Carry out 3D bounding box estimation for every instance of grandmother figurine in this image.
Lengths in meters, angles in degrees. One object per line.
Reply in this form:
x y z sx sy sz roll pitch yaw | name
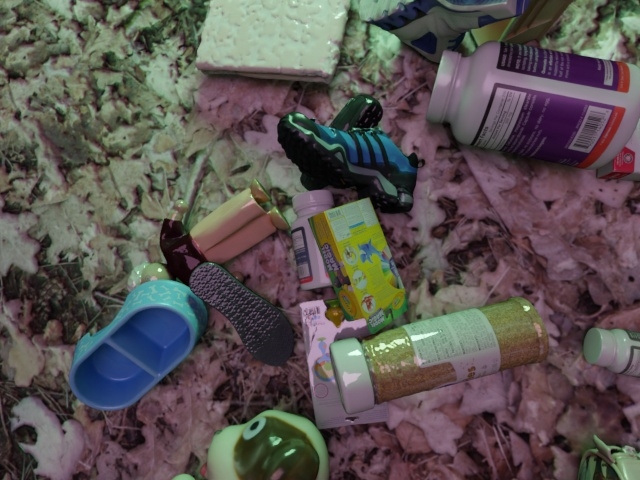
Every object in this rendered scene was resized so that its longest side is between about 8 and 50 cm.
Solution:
-0.241 0.013 0.855 0.342 0.104 0.208 -36 81 1 | grandmother figurine

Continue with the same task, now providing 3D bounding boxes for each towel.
-0.086 -0.491 0.887 0.316 0.053 0.332 10 83 19 | towel

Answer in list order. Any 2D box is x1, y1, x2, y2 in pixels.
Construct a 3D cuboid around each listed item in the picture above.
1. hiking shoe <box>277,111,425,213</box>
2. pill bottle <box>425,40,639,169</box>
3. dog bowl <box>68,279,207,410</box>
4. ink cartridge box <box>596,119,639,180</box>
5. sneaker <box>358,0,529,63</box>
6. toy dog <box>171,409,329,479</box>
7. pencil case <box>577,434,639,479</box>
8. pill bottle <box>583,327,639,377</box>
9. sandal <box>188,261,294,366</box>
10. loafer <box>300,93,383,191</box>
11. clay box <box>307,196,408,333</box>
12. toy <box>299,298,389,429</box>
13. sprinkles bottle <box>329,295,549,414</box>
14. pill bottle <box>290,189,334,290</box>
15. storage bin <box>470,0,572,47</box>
0.057 -0.162 0.795 0.304 0.113 0.132 27 73 -27 | hiking shoe
0.363 -0.245 0.760 0.322 0.181 0.182 15 86 9 | pill bottle
-0.353 0.209 0.820 0.297 0.074 0.166 -41 111 7 | dog bowl
0.602 -0.166 0.778 0.150 0.063 0.109 6 84 8 | ink cartridge box
0.241 -0.422 0.780 0.315 0.182 0.128 22 95 46 | sneaker
-0.100 0.496 0.697 0.395 0.284 0.408 5 83 8 | toy dog
0.642 0.417 0.660 0.410 0.160 0.184 -1 105 8 | pencil case
0.545 0.197 0.740 0.137 0.078 0.078 10 85 9 | pill bottle
-0.145 0.138 0.837 0.097 0.054 0.254 -42 98 -8 | sandal
0.034 -0.197 0.861 0.223 0.076 0.078 -51 44 7 | loafer
0.072 0.044 0.759 0.053 0.127 0.222 -19 91 47 | clay box
0.045 0.225 0.814 0.136 0.056 0.237 -9 90 5 | toy
0.197 0.193 0.734 0.355 0.121 0.121 -13 82 -5 | sprinkles bottle
0.000 0.000 0.820 0.108 0.108 0.180 -11 82 6 | pill bottle
0.342 -0.517 0.753 0.123 0.260 0.262 -20 81 -3 | storage bin
